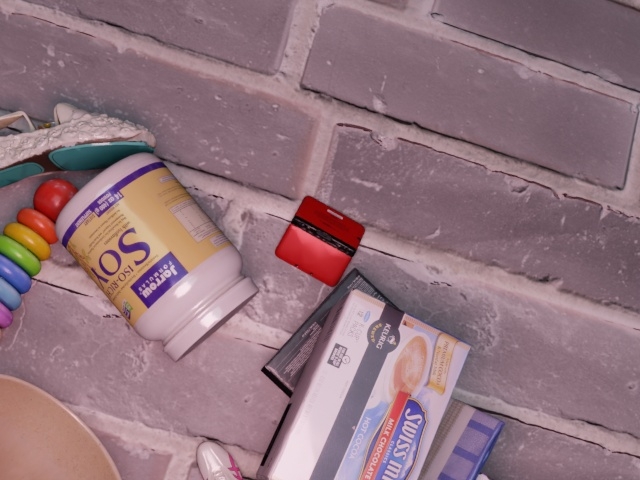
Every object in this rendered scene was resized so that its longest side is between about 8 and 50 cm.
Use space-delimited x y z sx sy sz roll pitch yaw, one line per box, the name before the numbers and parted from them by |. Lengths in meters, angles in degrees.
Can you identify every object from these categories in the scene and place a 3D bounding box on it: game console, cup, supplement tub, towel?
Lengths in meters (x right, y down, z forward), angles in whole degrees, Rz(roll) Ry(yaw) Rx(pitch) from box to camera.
game console | 0.000 0.000 1.780 0.144 0.085 0.124 29 44 -3
cup | -0.507 0.409 1.374 0.237 0.331 0.331 -43 88 7
supplement tub | -0.294 0.032 1.605 0.241 0.241 0.331 -40 87 -15
towel | 0.178 0.374 1.630 0.285 0.034 0.209 18 69 41

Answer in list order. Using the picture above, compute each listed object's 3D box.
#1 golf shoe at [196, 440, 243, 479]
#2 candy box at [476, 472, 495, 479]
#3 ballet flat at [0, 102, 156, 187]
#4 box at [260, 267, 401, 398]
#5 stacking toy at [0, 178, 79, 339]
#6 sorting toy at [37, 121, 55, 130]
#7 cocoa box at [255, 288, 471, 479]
golf shoe | -0.171 0.453 1.617 0.067 0.086 0.186 -28 83 -13
candy box | 0.316 0.490 1.651 0.196 0.165 0.070 29 76 -3
ballet flat | -0.521 -0.189 1.646 0.408 0.147 0.147 -13 80 -4
box | 0.040 0.213 1.696 0.184 0.103 0.261 43 74 4
stacking toy | -0.560 0.025 1.631 0.141 0.141 0.330 34 68 -1
sorting toy | -0.508 -0.197 1.727 0.083 0.045 0.075 -12 99 -12
cocoa box | 0.069 0.297 1.511 0.227 0.231 0.347 26 74 -3
